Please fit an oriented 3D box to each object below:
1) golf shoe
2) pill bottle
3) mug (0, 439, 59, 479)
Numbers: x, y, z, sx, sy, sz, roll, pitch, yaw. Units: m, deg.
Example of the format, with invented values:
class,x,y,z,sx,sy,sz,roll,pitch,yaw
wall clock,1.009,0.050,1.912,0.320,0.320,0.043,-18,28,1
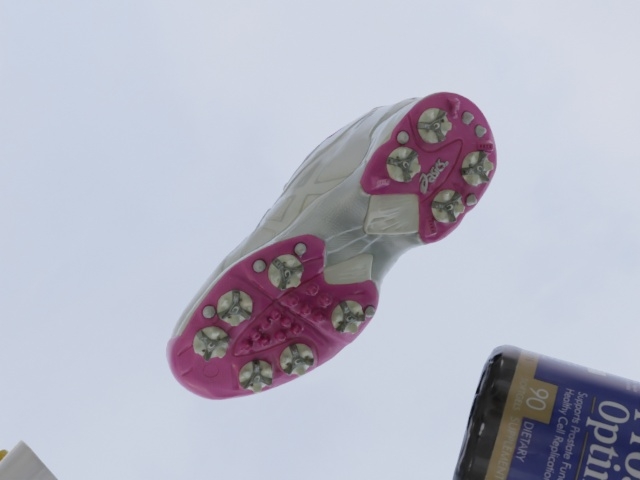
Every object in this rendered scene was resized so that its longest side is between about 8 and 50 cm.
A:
class,x,y,z,sx,sy,sz,roll,pitch,yaw
golf shoe,0.000,0.000,0.643,0.306,0.140,0.115,-41,-64,-6
pill bottle,0.195,0.148,0.475,0.219,0.123,0.123,14,-108,17
mug,-0.205,0.177,0.534,0.064,0.078,0.062,-42,-80,-25
